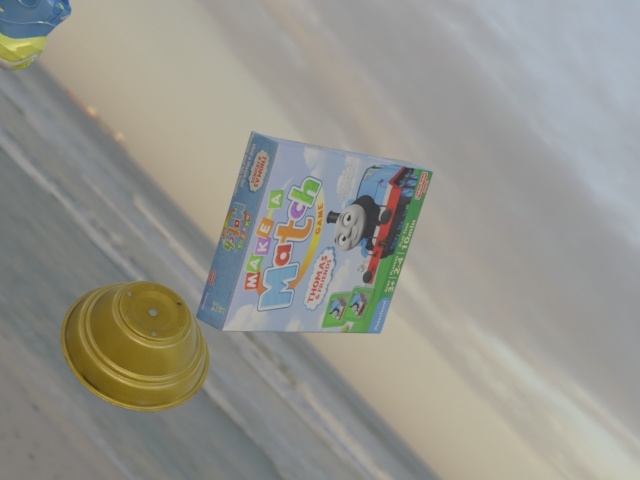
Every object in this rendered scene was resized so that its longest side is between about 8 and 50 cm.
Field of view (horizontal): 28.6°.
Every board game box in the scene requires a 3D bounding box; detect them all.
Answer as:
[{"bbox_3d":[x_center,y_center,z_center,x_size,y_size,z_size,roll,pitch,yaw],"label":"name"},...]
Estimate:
[{"bbox_3d":[0.000,0.000,1.072,0.039,0.160,0.211,25,13,39],"label":"board game box"}]

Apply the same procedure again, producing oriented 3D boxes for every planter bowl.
[{"bbox_3d":[-0.244,0.122,1.746,0.217,0.217,0.090,45,-46,15],"label":"planter bowl"}]

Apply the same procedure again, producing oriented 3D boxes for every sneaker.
[{"bbox_3d":[-0.344,-0.302,1.308,0.240,0.126,0.091,56,12,-4],"label":"sneaker"}]
